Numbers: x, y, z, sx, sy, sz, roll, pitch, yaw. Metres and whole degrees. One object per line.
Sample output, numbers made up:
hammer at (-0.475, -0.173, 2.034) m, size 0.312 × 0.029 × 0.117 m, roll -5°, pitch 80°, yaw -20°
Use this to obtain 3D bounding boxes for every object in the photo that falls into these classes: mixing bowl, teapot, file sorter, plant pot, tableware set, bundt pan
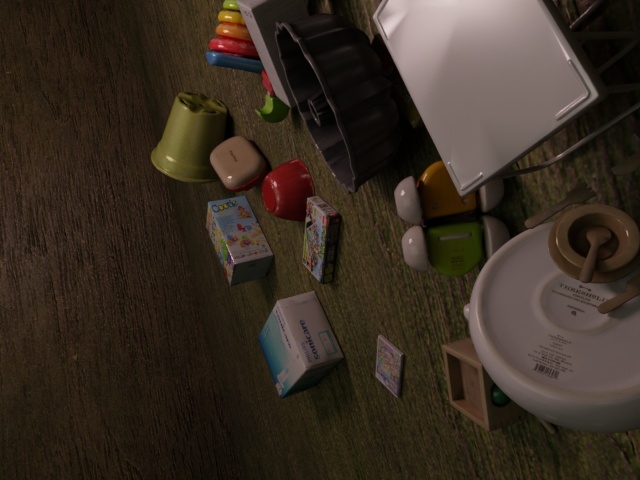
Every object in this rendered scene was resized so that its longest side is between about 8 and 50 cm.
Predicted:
mixing bowl at (-0.100, -0.131, 1.320) m, size 0.181 × 0.098 × 0.181 m, roll 33°, pitch 129°, yaw 53°
teapot at (0.311, 0.111, 0.555) m, size 0.187 × 0.253 × 0.255 m, roll 49°, pitch -158°, yaw -44°
file sorter at (0.227, -0.230, 0.567) m, size 0.193 × 0.173 × 0.277 m, roll -45°, pitch 62°, yaw 58°
plant pot at (-0.453, -0.386, 1.739) m, size 0.276 × 0.276 × 0.253 m, roll 54°, pitch 134°, yaw 37°
tableware set at (0.323, -0.032, 0.477) m, size 0.128 × 0.194 × 0.039 m, roll 61°, pitch -171°, yaw 32°
bundt pan at (0.041, -0.258, 0.876) m, size 0.330 × 0.124 × 0.331 m, roll 63°, pitch 175°, yaw 10°

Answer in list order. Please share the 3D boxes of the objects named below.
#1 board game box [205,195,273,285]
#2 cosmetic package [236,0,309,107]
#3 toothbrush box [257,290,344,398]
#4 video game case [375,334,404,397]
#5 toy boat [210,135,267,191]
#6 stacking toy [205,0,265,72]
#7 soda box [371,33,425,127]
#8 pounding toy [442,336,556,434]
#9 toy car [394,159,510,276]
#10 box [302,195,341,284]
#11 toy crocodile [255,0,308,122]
board game box at (-0.293, -0.002, 1.695) m, size 0.275 × 0.145 × 0.142 m, roll 62°, pitch 150°, yaw 28°
cosmetic package at (-0.072, -0.418, 1.023) m, size 0.085 × 0.117 × 0.231 m, roll 49°, pitch 167°, yaw 43°
toothbrush box at (-0.070, 0.318, 1.433) m, size 0.216 × 0.126 × 0.295 m, roll 64°, pitch 151°, yaw 25°
video game case at (0.159, 0.291, 1.110) m, size 0.087 × 0.011 × 0.121 m, roll 35°, pitch 132°, yaw 52°
toy boat at (-0.255, -0.230, 1.559) m, size 0.231 × 0.151 × 0.151 m, roll 54°, pitch 174°, yaw 37°
stacking toy at (-0.202, -0.610, 1.268) m, size 0.175 × 0.166 × 0.301 m, roll -132°, pitch 49°, yaw -62°
soda box at (0.149, -0.277, 0.821) m, size 0.181 × 0.058 × 0.061 m, roll 61°, pitch 150°, yaw 27°
pounding toy at (0.285, 0.238, 0.775) m, size 0.141 × 0.100 × 0.130 m, roll -167°, pitch 67°, yaw -72°
toy car at (0.203, -0.037, 0.762) m, size 0.136 × 0.159 × 0.181 m, roll -53°, pitch -46°, yaw -80°
box at (0.000, 0.000, 1.254) m, size 0.114 × 0.036 × 0.206 m, roll 45°, pitch 139°, yaw 46°
toy crocodile at (-0.091, -0.445, 1.152) m, size 0.115 × 0.105 × 0.340 m, roll 57°, pitch 147°, yaw 33°
